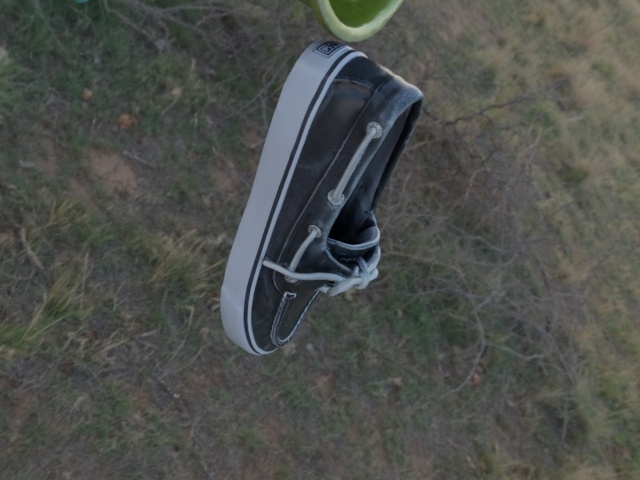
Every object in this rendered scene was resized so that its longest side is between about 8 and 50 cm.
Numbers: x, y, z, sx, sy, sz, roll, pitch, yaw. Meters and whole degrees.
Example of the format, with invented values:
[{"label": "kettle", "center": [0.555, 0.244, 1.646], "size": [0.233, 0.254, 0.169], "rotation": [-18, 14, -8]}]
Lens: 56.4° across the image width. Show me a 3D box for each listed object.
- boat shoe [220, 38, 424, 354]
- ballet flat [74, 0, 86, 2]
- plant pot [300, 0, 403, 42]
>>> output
[{"label": "boat shoe", "center": [0.002, -0.002, 0.498], "size": [0.105, 0.306, 0.113], "rotation": [33, 32, 19]}, {"label": "ballet flat", "center": [-0.168, -0.320, 0.559], "size": [0.232, 0.080, 0.073], "rotation": [-48, 140, -17]}, {"label": "plant pot", "center": [-0.049, -0.312, 0.412], "size": [0.253, 0.276, 0.276], "rotation": [24, 34, 16]}]
